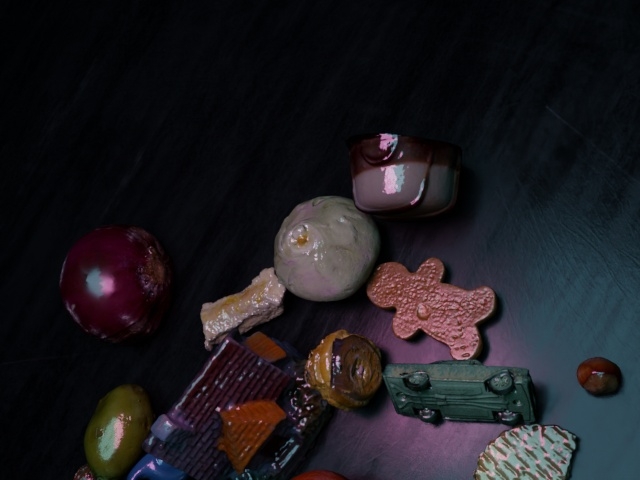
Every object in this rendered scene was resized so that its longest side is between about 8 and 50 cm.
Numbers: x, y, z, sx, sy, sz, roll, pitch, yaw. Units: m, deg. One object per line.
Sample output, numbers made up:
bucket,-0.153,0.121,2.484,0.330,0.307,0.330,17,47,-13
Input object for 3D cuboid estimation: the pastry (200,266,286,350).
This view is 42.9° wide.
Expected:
pastry,-0.192,0.168,2.052,0.258,0.089,0.122,-30,67,12

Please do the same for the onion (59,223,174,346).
onion,-0.561,0.106,2.159,0.281,0.260,0.337,-13,68,26

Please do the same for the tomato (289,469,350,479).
tomato,-0.010,0.624,1.714,0.264,0.265,0.265,-8,69,23

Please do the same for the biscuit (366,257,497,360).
biscuit,0.247,0.143,1.877,0.323,0.049,0.206,19,80,29

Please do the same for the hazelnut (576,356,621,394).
hazelnut,0.569,0.275,1.666,0.086,0.086,0.086,-8,69,23

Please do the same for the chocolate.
chocolate,0.186,-0.137,1.895,0.283,0.283,0.186,8,89,27

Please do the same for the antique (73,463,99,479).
antique,-0.581,0.616,2.074,0.104,0.104,0.104,-8,69,23

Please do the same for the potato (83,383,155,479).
potato,-0.511,0.477,2.046,0.186,0.148,0.253,-21,41,26

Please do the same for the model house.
model house,-0.198,0.371,1.843,0.297,0.339,0.360,38,91,32

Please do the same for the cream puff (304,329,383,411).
cream puff,0.048,0.296,1.845,0.129,0.189,0.189,-21,61,46

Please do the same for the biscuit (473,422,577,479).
biscuit,0.409,0.495,1.682,0.187,0.036,0.274,21,83,29

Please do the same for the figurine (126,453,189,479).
figurine,-0.424,0.692,1.924,0.242,0.298,0.417,5,63,-20

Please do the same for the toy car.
toy car,0.298,0.316,1.742,0.320,0.141,0.097,-3,37,25

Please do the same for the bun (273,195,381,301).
bun,0.000,0.000,1.948,0.283,0.179,0.283,-13,52,17
